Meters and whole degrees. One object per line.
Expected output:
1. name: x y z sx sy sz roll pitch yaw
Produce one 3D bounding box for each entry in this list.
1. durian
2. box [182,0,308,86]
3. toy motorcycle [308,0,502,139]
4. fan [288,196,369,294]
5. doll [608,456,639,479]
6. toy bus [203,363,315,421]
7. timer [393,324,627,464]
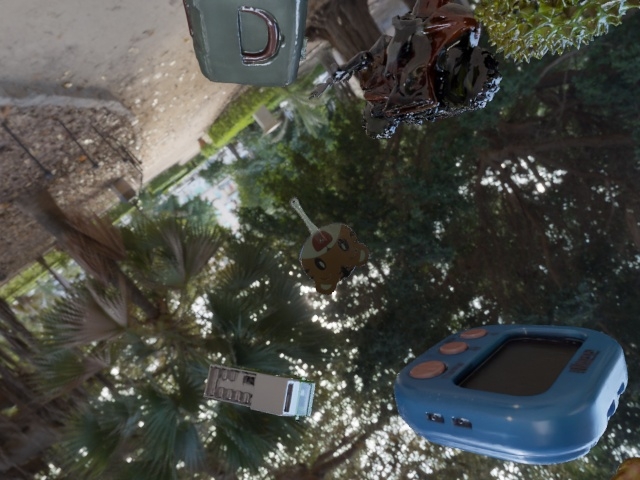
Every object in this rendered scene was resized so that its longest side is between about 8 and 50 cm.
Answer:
1. durian: 0.273 -0.327 0.496 0.200 0.236 0.177 -6 -166 -38
2. box: -0.084 -0.293 0.542 0.210 0.148 0.129 110 -18 -70
3. toy motorcycle: 0.121 -0.277 0.753 0.134 0.207 0.401 -1 180 -29
4. fan: 0.000 0.000 0.985 0.153 0.226 0.008 -39 -164 -8
5. doll: 0.685 0.606 1.011 0.270 0.166 0.162 -31 152 2
6. toy bus: -0.174 0.397 1.211 0.302 0.139 0.113 0 -108 29
7. timer: 0.309 0.235 0.749 0.309 0.115 0.340 -9 -176 44
